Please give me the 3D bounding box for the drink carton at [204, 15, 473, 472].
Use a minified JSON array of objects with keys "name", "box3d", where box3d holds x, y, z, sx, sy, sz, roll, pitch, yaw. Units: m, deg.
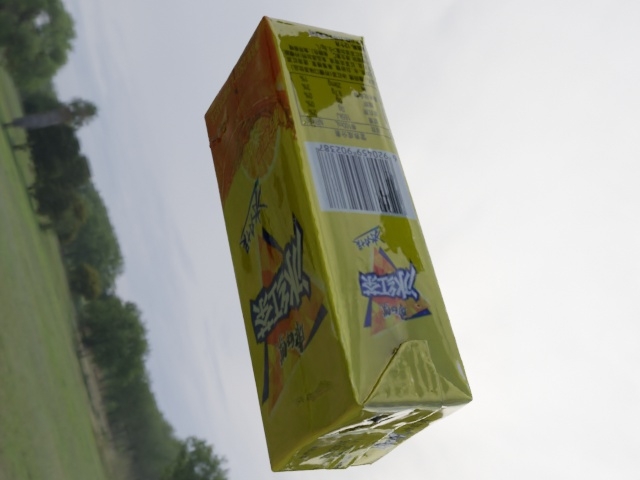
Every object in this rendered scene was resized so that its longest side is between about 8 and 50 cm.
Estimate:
[{"name":"drink carton","box3d":[0.000,0.000,0.741,0.154,0.111,0.351,-48,-132,48]}]
